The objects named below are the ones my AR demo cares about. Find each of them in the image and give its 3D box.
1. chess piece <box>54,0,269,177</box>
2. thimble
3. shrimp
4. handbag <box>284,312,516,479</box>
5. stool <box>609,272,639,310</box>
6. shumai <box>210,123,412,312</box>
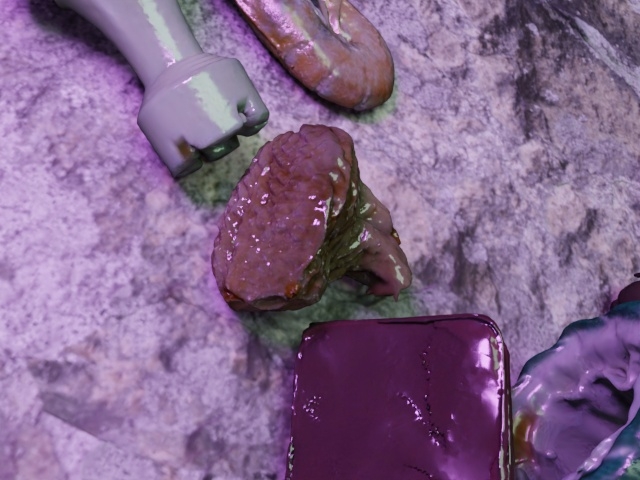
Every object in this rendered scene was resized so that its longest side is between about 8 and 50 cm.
[{"bbox_3d":[-0.176,-0.219,0.707,0.194,0.194,0.299,-34,93,-34],"label":"chess piece"},{"bbox_3d":[0.268,0.198,0.647,0.167,0.288,0.254,40,41,-6],"label":"thimble"},{"bbox_3d":[-0.027,-0.288,0.874,0.317,0.077,0.168,47,45,-4],"label":"shrimp"},{"bbox_3d":[0.070,0.176,0.623,0.074,0.203,0.216,43,45,-52],"label":"handbag"},{"bbox_3d":[0.435,0.136,0.869,0.121,0.125,0.217,40,24,-37],"label":"stool"},{"bbox_3d":[0.000,0.000,0.713,0.175,0.166,0.206,39,64,-37],"label":"shumai"}]
